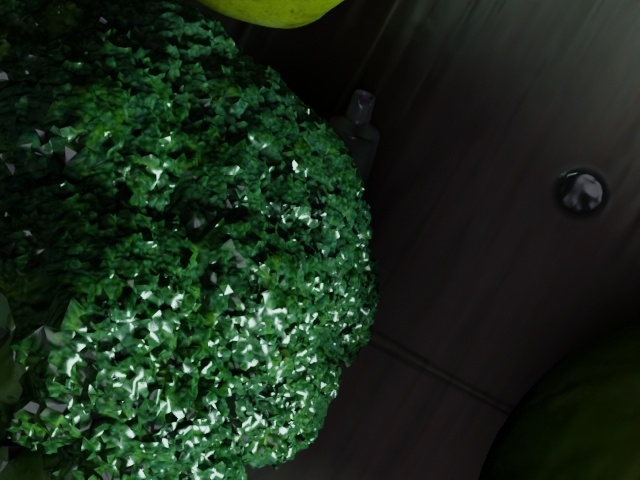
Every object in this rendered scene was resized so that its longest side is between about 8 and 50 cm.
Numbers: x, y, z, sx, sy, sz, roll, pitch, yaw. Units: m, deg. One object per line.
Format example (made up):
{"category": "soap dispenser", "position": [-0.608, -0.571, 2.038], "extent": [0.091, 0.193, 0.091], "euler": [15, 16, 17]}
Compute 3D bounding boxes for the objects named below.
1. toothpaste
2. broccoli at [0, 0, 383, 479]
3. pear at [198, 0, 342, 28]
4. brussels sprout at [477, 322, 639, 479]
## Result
{"category": "toothpaste", "position": [0.000, 0.000, 0.846], "extent": [0.045, 0.028, 0.170], "euler": [17, 115, -1]}
{"category": "broccoli", "position": [-0.101, 0.010, 0.736], "extent": [0.245, 0.294, 0.265], "euler": [-38, 129, 10]}
{"category": "pear", "position": [-0.022, -0.163, 0.745], "extent": [0.141, 0.104, 0.141], "euler": [3, 76, -11]}
{"category": "brussels sprout", "position": [0.188, 0.139, 0.758], "extent": [0.210, 0.219, 0.271], "euler": [38, 129, -9]}
